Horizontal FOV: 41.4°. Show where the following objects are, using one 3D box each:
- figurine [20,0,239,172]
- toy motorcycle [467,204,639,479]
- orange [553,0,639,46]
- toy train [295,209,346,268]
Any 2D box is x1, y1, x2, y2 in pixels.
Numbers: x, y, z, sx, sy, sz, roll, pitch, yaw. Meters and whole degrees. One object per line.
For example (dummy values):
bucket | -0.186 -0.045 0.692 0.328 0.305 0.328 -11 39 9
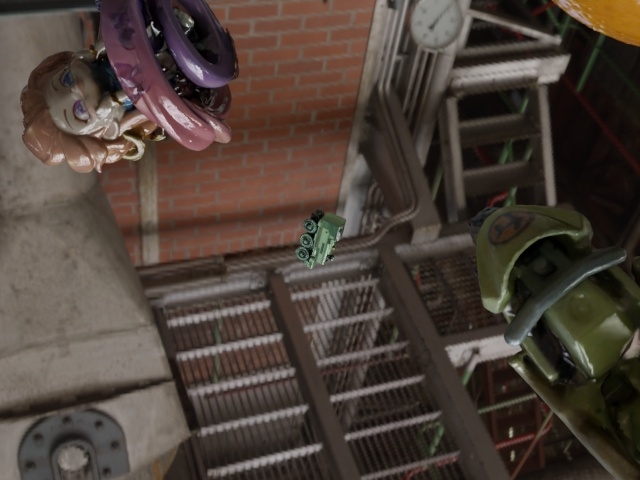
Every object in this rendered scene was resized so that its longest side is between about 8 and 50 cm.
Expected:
figurine | -0.119 -0.099 0.541 0.114 0.157 0.126 -26 -96 -48
toy motorcycle | 0.284 0.108 0.837 0.168 0.237 0.410 -42 -111 4
orange | 0.164 -0.207 0.386 0.240 0.240 0.171 -14 -170 -21
toy train | 0.000 0.000 1.124 0.053 0.083 0.033 22 -150 13
